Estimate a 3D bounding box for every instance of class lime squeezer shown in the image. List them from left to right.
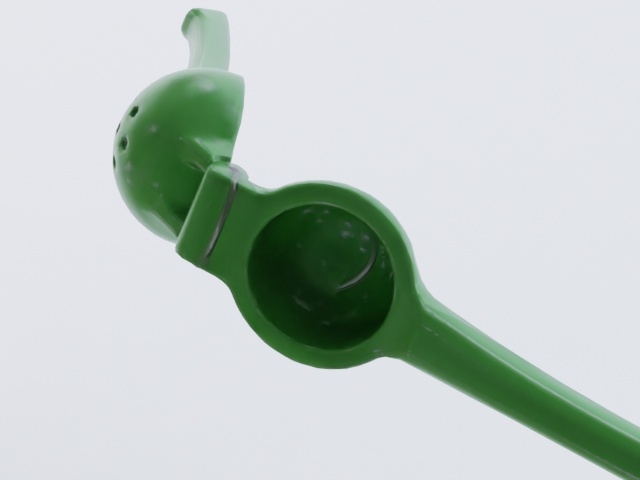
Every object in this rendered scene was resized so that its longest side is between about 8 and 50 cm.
[{"bbox_3d":[0.000,0.000,0.492,0.059,0.110,0.310,-55,-131,9],"label":"lime squeezer"}]
